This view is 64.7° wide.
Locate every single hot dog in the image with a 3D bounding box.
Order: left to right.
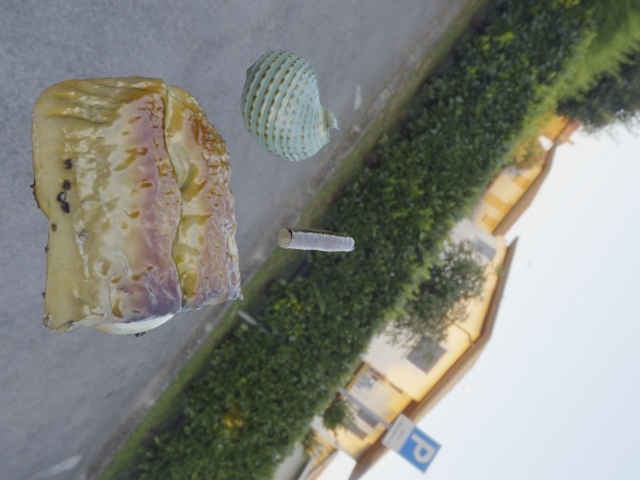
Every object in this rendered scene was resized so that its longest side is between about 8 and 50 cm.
[{"bbox_3d":[-0.281,-0.069,0.805,0.367,0.195,0.366,-4,92,-65],"label":"hot dog"}]

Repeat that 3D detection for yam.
[{"bbox_3d":[0.000,0.000,1.044,0.046,0.046,0.263,-56,153,17],"label":"yam"}]

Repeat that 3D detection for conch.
[{"bbox_3d":[-0.069,-0.241,0.885,0.172,0.200,0.131,-54,145,10],"label":"conch"}]

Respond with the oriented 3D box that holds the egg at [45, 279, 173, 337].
[{"bbox_3d":[-0.402,0.048,1.047,0.174,0.286,0.265,126,-23,-53],"label":"egg"}]
